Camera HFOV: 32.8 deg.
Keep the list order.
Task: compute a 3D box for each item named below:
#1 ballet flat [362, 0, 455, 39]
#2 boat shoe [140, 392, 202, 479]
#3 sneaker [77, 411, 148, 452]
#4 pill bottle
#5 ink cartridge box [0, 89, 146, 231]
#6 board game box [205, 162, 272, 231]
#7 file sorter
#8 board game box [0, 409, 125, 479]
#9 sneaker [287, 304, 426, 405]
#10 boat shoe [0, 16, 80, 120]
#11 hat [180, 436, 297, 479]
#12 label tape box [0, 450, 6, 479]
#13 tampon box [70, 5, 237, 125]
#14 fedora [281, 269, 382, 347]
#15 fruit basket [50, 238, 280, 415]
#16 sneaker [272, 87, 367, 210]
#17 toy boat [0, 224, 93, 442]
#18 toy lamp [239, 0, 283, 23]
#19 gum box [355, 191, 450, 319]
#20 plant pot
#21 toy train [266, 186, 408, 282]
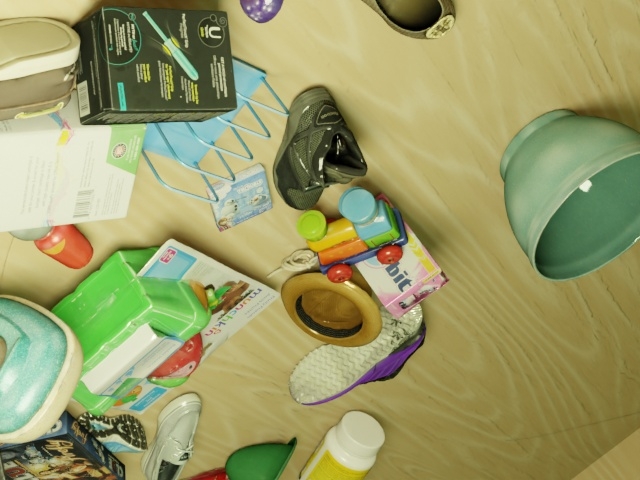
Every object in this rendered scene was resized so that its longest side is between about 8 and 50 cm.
[{"bbox_3d":[0.110,-0.324,1.462,0.084,0.058,0.250,-45,144,16],"label":"ballet flat"},{"bbox_3d":[-0.259,0.371,1.964,0.079,0.081,0.227,-3,135,-37],"label":"boat shoe"},{"bbox_3d":[-0.368,0.338,1.870,0.073,0.063,0.162,-36,140,27],"label":"sneaker"},{"bbox_3d":[0.045,0.463,2.286,0.119,0.119,0.208,0,133,-39],"label":"pill bottle"},{"bbox_3d":[-0.339,-0.099,1.335,0.212,0.093,0.154,-10,138,-33],"label":"ink cartridge box"},{"bbox_3d":[-0.120,-0.063,1.617,0.090,0.020,0.090,-26,143,-12],"label":"board game box"},{"bbox_3d":[-0.143,-0.147,1.427,0.118,0.104,0.170,17,121,-48],"label":"file sorter"},{"bbox_3d":[-0.443,0.363,1.793,0.165,0.042,0.243,-14,145,7],"label":"board game box"},{"bbox_3d":[0.084,0.237,2.065,0.293,0.102,0.146,-33,146,-3],"label":"sneaker"},{"bbox_3d":[-0.418,-0.165,1.178,0.324,0.116,0.096,-17,139,-32],"label":"boat shoe"},{"bbox_3d":[-0.173,0.427,2.152,0.173,0.184,0.208,-55,-178,37],"label":"hat"},{"bbox_3d":[-0.571,0.319,1.520,0.241,0.106,0.333,-10,123,-16],"label":"label tape box"},{"bbox_3d":[-0.195,-0.203,1.278,0.161,0.120,0.101,-5,179,-34],"label":"tampon box"},{"bbox_3d":[0.028,0.100,1.849,0.194,0.194,0.079,93,22,-49],"label":"fedora"},{"bbox_3d":[-0.249,0.156,1.652,0.327,0.165,0.353,-40,148,8],"label":"fruit basket"},{"bbox_3d":[-0.003,-0.098,1.578,0.087,0.130,0.227,-15,147,-26],"label":"sneaker"},{"bbox_3d":[-0.409,0.096,1.407,0.148,0.268,0.318,48,57,-50],"label":"toy boat"},{"bbox_3d":[-0.161,-0.316,1.239,0.275,0.080,0.080,5,129,-46],"label":"toy lamp"},{"bbox_3d":[0.115,0.028,1.768,0.107,0.188,0.062,-38,147,5],"label":"gum box"},{"bbox_3d":[0.431,-0.100,1.866,0.293,0.196,0.293,-22,143,-18],"label":"plant pot"},{"bbox_3d":[0.000,0.000,1.705,0.248,0.105,0.143,-21,153,14],"label":"toy train"}]
